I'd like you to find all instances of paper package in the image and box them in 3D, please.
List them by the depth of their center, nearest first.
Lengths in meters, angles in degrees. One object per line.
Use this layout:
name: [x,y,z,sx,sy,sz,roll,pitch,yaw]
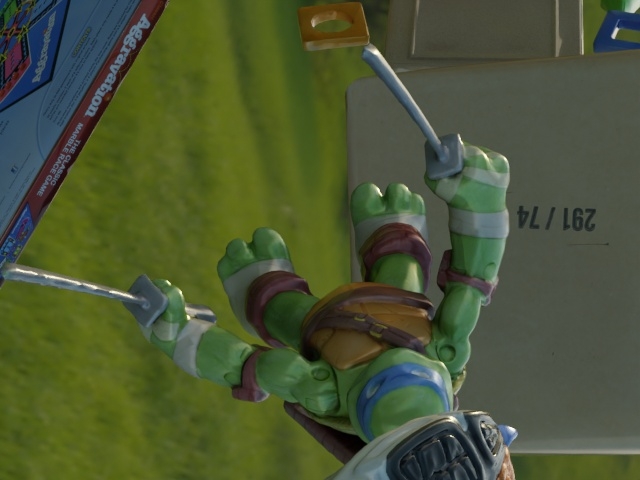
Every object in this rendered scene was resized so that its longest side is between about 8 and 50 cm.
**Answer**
paper package: [0.197,0.013,1.332,0.168,0.325,0.309,9,79,-71]

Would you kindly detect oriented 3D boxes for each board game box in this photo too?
board game box: [-0.229,-0.083,1.227,0.027,0.145,0.281,28,93,-52]

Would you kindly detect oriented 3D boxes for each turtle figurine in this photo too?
turtle figurine: [0.000,0.000,0.934,0.198,0.274,0.266,-54,-170,4]

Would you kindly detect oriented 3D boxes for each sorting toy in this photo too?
sorting toy: [0.152,-0.196,1.579,0.196,0.347,0.047,-80,170,-51]

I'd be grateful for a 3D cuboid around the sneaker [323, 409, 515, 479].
sneaker: [-0.022,0.146,0.714,0.262,0.121,0.099,-31,111,-40]
